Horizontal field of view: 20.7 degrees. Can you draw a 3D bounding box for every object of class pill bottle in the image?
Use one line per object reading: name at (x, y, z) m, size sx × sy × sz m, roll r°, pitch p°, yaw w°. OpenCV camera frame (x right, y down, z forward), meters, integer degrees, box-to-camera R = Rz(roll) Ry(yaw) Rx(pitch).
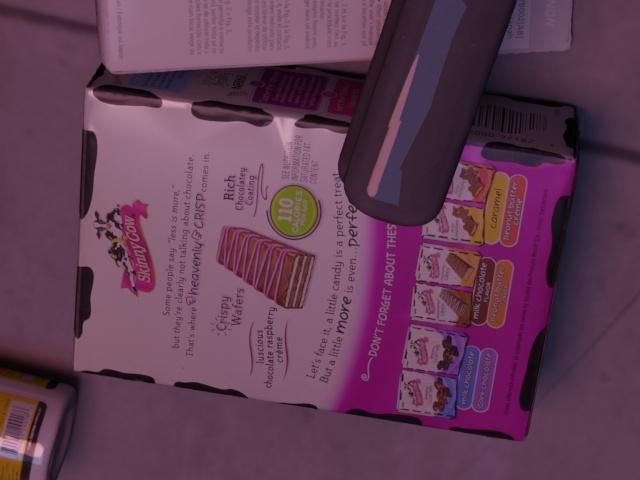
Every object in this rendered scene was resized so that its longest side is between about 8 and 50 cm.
pill bottle at (-0.196, 0.096, 0.950) m, size 0.116 × 0.065 × 0.065 m, roll 15°, pitch 118°, yaw 2°

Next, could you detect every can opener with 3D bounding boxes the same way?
can opener at (0.085, -0.136, 0.743) m, size 0.093 × 0.074 × 0.280 m, roll 22°, pitch 101°, yaw -7°

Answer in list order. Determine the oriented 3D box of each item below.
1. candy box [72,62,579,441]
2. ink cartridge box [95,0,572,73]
candy box at (0.000, 0.000, 0.867) m, size 0.233 × 0.071 × 0.159 m, roll 9°, pitch 116°, yaw 3°
ink cartridge box at (0.006, -0.172, 0.804) m, size 0.225 × 0.056 × 0.181 m, roll -5°, pitch 117°, yaw -10°
